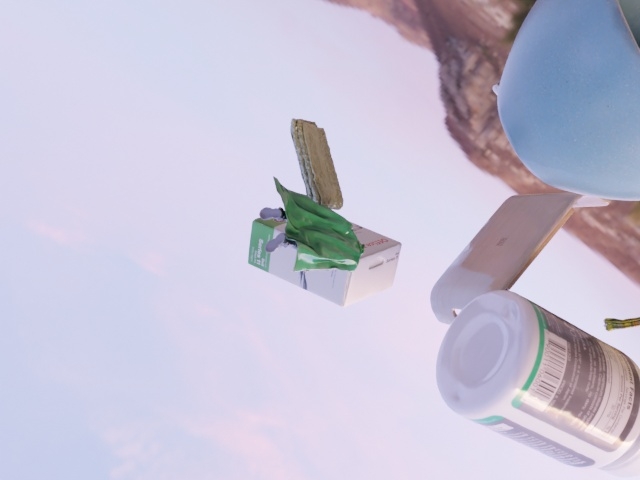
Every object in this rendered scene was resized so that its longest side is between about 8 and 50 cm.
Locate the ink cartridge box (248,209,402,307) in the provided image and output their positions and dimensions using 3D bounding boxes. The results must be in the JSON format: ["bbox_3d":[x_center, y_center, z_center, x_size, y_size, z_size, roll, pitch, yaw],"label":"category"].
[{"bbox_3d":[0.007,0.021,1.628,0.208,0.087,0.153,23,-155,32],"label":"ink cartridge box"}]

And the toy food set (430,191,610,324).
[{"bbox_3d":[0.348,0.033,1.722,0.092,0.306,0.219,45,166,-17],"label":"toy food set"}]

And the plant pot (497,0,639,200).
[{"bbox_3d":[0.307,-0.159,1.043,0.290,0.195,0.290,26,-130,-35],"label":"plant pot"}]

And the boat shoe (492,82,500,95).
[{"bbox_3d":[0.346,-0.258,1.755,0.046,0.038,0.125,48,-172,34],"label":"boat shoe"}]

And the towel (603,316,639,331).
[{"bbox_3d":[0.549,0.107,1.481,0.102,0.237,0.021,9,-110,-75],"label":"towel"}]

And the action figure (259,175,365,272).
[{"bbox_3d":[0.000,0.000,1.400,0.232,0.063,0.137,18,-120,-56],"label":"action figure"}]

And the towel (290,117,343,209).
[{"bbox_3d":[-0.007,-0.117,1.505,0.110,0.027,0.148,-4,-103,-68],"label":"towel"}]

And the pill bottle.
[{"bbox_3d":[0.374,0.235,1.527,0.361,0.204,0.204,28,-159,-27],"label":"pill bottle"}]
